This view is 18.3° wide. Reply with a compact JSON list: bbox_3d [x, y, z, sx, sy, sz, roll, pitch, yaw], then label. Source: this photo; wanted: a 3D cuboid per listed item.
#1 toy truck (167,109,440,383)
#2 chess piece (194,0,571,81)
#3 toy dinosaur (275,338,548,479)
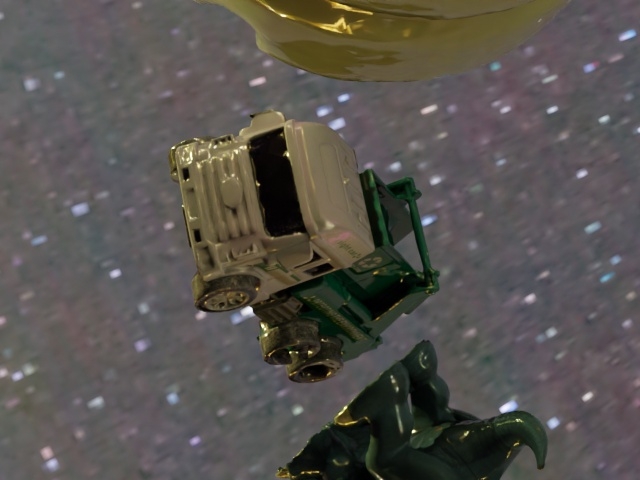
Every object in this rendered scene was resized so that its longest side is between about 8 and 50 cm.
[{"bbox_3d":[0.000,0.000,1.170,0.116,0.216,0.110,-19,-114,14],"label":"toy truck"},{"bbox_3d":[0.051,-0.162,0.528,0.234,0.234,0.442,61,-10,3],"label":"chess piece"},{"bbox_3d":[0.020,0.056,0.461,0.047,0.030,0.083,49,-51,4],"label":"toy dinosaur"}]
